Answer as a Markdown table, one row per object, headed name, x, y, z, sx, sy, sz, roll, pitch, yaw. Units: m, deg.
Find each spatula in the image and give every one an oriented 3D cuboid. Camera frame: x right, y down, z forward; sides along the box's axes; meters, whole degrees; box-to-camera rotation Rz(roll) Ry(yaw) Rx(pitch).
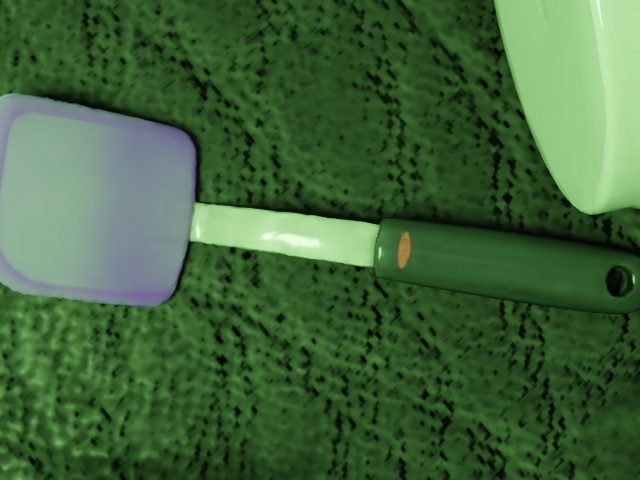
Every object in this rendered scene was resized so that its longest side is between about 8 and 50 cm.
| name | x | y | z | sx | sy | sz | roll | pitch | yaw |
| --- | --- | --- | --- | --- | --- | --- | --- | --- | --- |
| spatula | 0.000 | 0.000 | 0.734 | 0.296 | 0.030 | 0.084 | 9 | 88 | -3 |

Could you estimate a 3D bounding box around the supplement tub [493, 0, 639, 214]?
| name | x | y | z | sx | sy | sz | roll | pitch | yaw |
| --- | --- | --- | --- | --- | --- | --- | --- | --- | --- |
| supplement tub | 0.216 | -0.121 | 0.671 | 0.272 | 0.191 | 0.191 | -14 | 88 | -4 |
